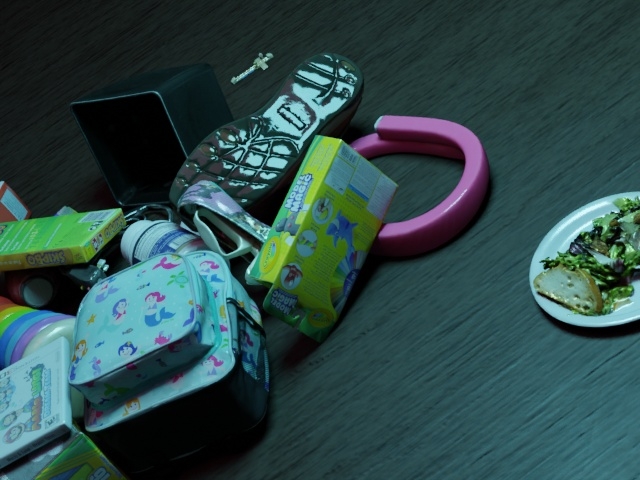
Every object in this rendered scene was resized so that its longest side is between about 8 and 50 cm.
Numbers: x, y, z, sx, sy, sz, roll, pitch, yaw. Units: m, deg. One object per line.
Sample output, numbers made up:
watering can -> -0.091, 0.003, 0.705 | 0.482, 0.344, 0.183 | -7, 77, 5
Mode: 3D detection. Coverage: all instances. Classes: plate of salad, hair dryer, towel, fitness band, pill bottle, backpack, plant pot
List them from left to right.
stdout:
towel -> -0.434, -0.022, 1.922 | 0.083, 0.009, 0.060 | -44, 37, -14
hair dryer -> -0.377, 0.030, 1.791 | 0.293, 0.080, 0.223 | -1, 28, 32
plant pot -> -0.239, -0.177, 1.824 | 0.188, 0.187, 0.167 | -3, 32, 35
backpack -> -0.185, 0.127, 1.429 | 0.225, 0.191, 0.253 | -24, 32, 13
pill bottle -> -0.207, 0.026, 1.626 | 0.094, 0.094, 0.169 | -46, 38, -17
fitness band -> 0.094, -0.075, 1.551 | 0.290, 0.054, 0.209 | 11, 55, 45
plate of salad -> 0.321, 0.011, 1.286 | 0.199, 0.048, 0.200 | -21, 37, 17

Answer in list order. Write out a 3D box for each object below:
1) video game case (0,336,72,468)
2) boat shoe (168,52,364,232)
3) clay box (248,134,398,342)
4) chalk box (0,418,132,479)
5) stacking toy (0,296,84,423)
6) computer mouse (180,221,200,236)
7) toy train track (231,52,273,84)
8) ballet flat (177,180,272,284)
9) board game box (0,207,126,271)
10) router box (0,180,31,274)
video game case -> -0.357, 0.198, 1.381 | 0.143, 0.019, 0.157 | -29, 36, 7
boat shoe -> -0.062, -0.121, 1.637 | 0.324, 0.120, 0.122 | -39, 71, -12
clay box -> 0.000, 0.000, 1.425 | 0.053, 0.127, 0.222 | 17, 77, 45
chalk box -> -0.347, 0.309, 1.379 | 0.213, 0.132, 0.132 | -44, 38, -13
stacking toy -> -0.407, 0.140, 1.623 | 0.141, 0.141, 0.330 | -47, 34, -18
computer mouse -> -0.140, -0.062, 1.720 | 0.193, 0.042, 0.106 | -46, 39, -17
toy train track -> -0.118, -0.295, 1.994 | 0.083, 0.014, 0.048 | -36, 36, -3
ballet flat -> -0.092, 0.007, 1.502 | 0.221, 0.077, 0.079 | 35, 51, 9
board game box -> -0.427, 0.003, 1.736 | 0.259, 0.039, 0.124 | -3, 26, 23
router box -> -0.680, 0.063, 1.948 | 0.335, 0.082, 0.301 | -12, 42, 27
